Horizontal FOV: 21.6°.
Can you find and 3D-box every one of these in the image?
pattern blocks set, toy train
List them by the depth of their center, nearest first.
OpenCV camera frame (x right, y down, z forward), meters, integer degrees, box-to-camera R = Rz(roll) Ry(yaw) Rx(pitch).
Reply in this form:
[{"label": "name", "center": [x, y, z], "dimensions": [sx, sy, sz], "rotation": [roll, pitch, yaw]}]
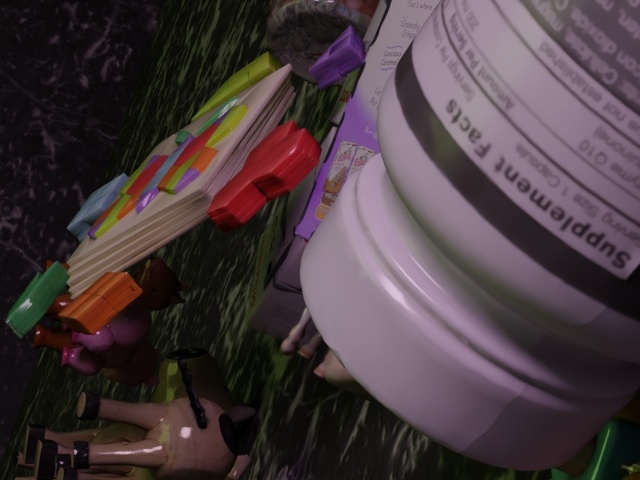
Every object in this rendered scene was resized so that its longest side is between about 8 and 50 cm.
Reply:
[{"label": "toy train", "center": [0.098, 0.130, 0.680], "dimensions": [0.125, 0.046, 0.166], "rotation": [-59, 17, 32]}, {"label": "pattern blocks set", "center": [-0.096, -0.041, 1.143], "dimensions": [0.325, 0.026, 0.285], "rotation": [-33, 19, 32]}]

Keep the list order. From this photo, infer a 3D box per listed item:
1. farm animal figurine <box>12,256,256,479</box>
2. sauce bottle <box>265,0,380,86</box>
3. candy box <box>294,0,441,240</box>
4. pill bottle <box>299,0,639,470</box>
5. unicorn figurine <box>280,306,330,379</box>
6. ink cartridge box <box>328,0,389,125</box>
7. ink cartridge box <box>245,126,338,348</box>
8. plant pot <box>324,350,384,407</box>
[{"label": "farm animal figurine", "center": [-0.135, 0.170, 1.299], "dimensions": [0.330, 0.172, 0.327], "rotation": [-119, 40, -63]}, {"label": "sauce bottle", "center": [0.035, -0.294, 1.458], "dimensions": [0.111, 0.111, 0.344], "rotation": [131, 156, -53]}, {"label": "candy box", "center": [0.082, -0.067, 0.925], "dimensions": [0.165, 0.070, 0.196], "rotation": [26, 93, 61]}, {"label": "pill bottle", "center": [0.122, -0.060, 0.601], "dimensions": [0.283, 0.161, 0.161], "rotation": [-55, 18, 28]}, {"label": "unicorn figurine", "center": [0.025, 0.036, 1.071], "dimensions": [0.111, 0.060, 0.162], "rotation": [-56, 8, 1]}, {"label": "ink cartridge box", "center": [0.088, -0.142, 1.080], "dimensions": [0.191, 0.082, 0.139], "rotation": [-65, 14, 3]}, {"label": "ink cartridge box", "center": [0.000, 0.000, 1.240], "dimensions": [0.135, 0.056, 0.099], "rotation": [-55, 19, 40]}, {"label": "plant pot", "center": [0.085, 0.034, 0.782], "dimensions": [0.096, 0.109, 0.109], "rotation": [-7, 61, 60]}]
